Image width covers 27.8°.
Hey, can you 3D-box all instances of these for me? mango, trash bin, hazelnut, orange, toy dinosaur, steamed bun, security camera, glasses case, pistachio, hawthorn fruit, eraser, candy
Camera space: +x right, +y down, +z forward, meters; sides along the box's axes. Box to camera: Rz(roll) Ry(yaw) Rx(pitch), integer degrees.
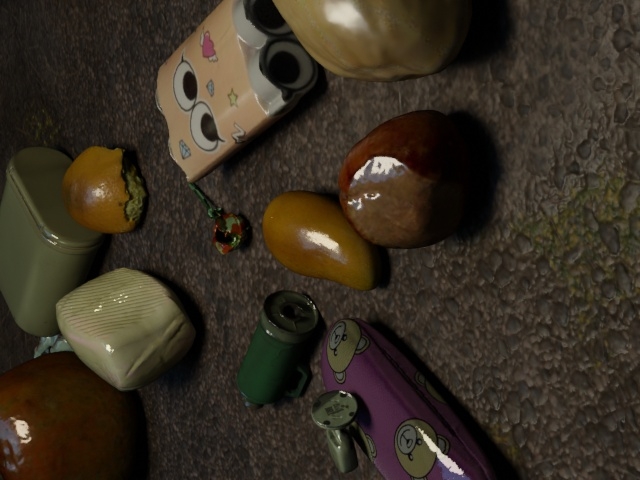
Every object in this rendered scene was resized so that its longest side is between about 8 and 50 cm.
[{"bbox_3d":[0.000,0.000,1.544,0.184,0.085,0.102,31,124,43],"label":"mango"},{"bbox_3d":[-0.478,0.003,2.226,0.243,0.121,0.247,56,136,31],"label":"trash bin"},{"bbox_3d":[0.092,-0.065,1.355,0.143,0.143,0.154,57,133,31],"label":"hazelnut"},{"bbox_3d":[-0.348,-0.077,2.040,0.160,0.112,0.170,59,153,28],"label":"orange"},{"bbox_3d":[-0.492,0.153,2.363,0.242,0.053,0.167,43,121,44],"label":"toy dinosaur"},{"bbox_3d":[-0.287,0.147,1.960,0.239,0.170,0.152,30,146,53],"label":"steamed bun"},{"bbox_3d":[0.023,0.220,1.473,0.058,0.058,0.092,45,156,42],"label":"security camera"},{"bbox_3d":[0.095,0.212,1.460,0.316,0.076,0.123,49,140,39],"label":"glasses case"},{"bbox_3d":[0.044,-0.266,1.337,0.181,0.162,0.293,-50,53,18],"label":"pistachio"},{"bbox_3d":[-0.456,0.323,2.131,0.268,0.301,0.267,17,112,47],"label":"hawthorn fruit"},{"bbox_3d":[-0.114,-0.202,1.658,0.290,0.087,0.171,-31,74,56],"label":"eraser"},{"bbox_3d":[-0.151,-0.040,1.811,0.055,0.049,0.184,-53,39,10],"label":"candy"}]

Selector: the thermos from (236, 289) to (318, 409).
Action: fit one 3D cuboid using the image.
[{"bbox_3d":[-0.059,0.152,1.695,0.187,0.083,0.073,113,156,-43],"label":"thermos"}]
